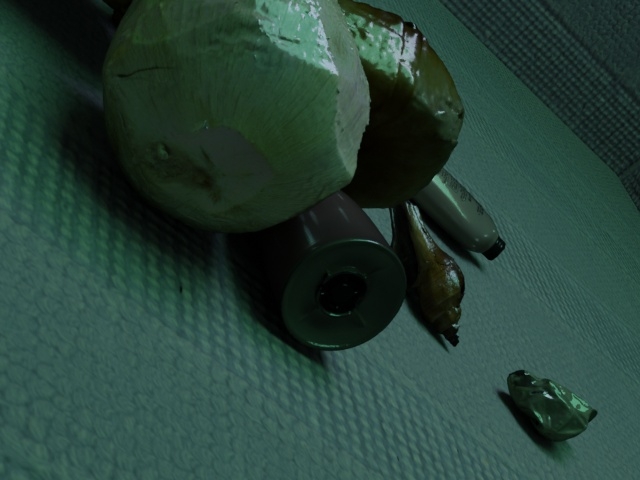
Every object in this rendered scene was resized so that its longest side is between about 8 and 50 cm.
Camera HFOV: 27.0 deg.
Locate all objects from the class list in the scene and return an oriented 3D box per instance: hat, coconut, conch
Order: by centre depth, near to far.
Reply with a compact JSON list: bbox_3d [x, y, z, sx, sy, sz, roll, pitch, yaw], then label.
[{"bbox_3d":[-0.089,-0.148,1.413,0.297,0.297,0.255,40,26,-24],"label":"coconut"},{"bbox_3d":[0.154,0.041,1.914,0.080,0.086,0.233,22,34,-54],"label":"conch"},{"bbox_3d":[0.336,0.253,1.960,0.122,0.081,0.166,14,-12,23],"label":"hat"}]

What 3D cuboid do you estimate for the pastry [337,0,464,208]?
[{"bbox_3d":[0.016,-0.166,1.669,0.329,0.329,0.136,38,48,-28],"label":"pastry"}]

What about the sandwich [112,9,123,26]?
[{"bbox_3d":[-0.177,-0.283,1.767,0.163,0.113,0.079,46,18,-11],"label":"sandwich"}]

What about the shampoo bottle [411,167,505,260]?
[{"bbox_3d":[0.220,-0.063,2.284,0.257,0.078,0.127,42,14,-14],"label":"shampoo bottle"}]

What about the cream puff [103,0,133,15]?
[{"bbox_3d":[-0.195,-0.392,1.578,0.343,0.231,0.327,7,54,-40],"label":"cream puff"}]

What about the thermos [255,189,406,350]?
[{"bbox_3d":[0.000,0.000,1.568,0.176,0.146,0.265,23,21,-28],"label":"thermos"}]
